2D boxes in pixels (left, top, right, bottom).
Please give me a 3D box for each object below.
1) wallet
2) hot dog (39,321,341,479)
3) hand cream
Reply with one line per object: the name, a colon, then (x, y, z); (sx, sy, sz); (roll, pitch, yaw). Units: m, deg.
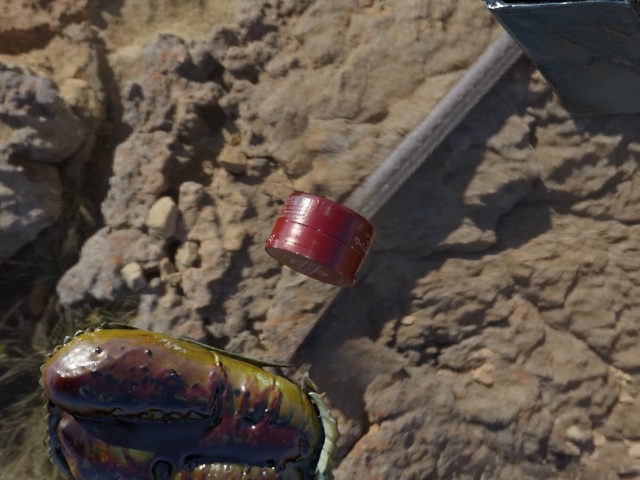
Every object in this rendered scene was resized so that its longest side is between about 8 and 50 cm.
wallet: (0.378, -0.256, 1.131); (0.190, 0.379, 0.046); (6, 81, 34)
hot dog: (-0.117, 0.168, 0.713); (0.270, 0.082, 0.163); (14, 103, 2)
hand cream: (0.000, 0.000, 1.581); (0.193, 0.193, 0.125); (19, 79, 17)
